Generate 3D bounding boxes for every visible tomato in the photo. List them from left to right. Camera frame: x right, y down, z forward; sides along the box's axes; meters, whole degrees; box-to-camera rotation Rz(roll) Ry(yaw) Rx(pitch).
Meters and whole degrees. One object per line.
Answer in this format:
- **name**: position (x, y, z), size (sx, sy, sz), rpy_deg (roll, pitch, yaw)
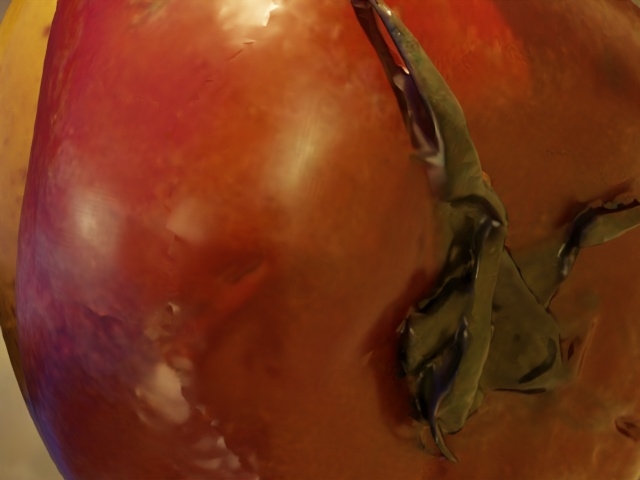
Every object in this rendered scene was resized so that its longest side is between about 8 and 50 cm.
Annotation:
- **tomato**: position (0.000, 0.000, 0.437), size (0.187, 0.151, 0.187), rpy_deg (-17, -62, -35)

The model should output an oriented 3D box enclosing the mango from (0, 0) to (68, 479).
- **mango**: position (-0.049, 0.016, 0.708), size (0.191, 0.160, 0.290), rpy_deg (-91, -14, -52)
